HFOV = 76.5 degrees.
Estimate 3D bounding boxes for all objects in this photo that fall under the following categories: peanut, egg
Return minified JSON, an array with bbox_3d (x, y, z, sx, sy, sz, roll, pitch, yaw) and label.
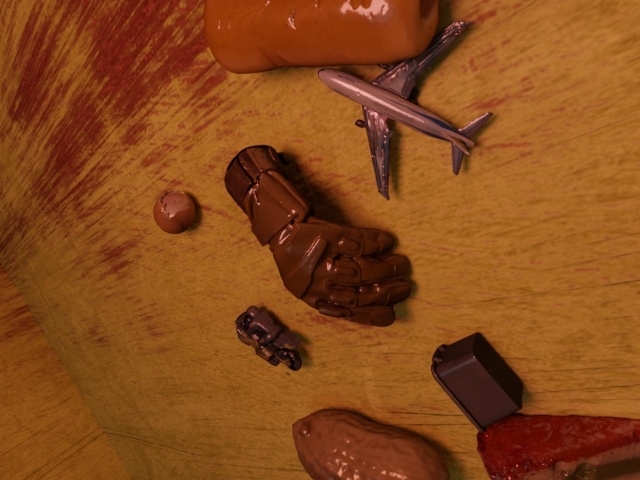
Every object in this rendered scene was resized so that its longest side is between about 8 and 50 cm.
[{"bbox_3d":[0.079,0.401,0.738,0.312,0.152,0.152,3,114,34],"label":"peanut"},{"bbox_3d":[-0.294,-0.052,0.818,0.080,0.080,0.096,36,142,16],"label":"egg"}]

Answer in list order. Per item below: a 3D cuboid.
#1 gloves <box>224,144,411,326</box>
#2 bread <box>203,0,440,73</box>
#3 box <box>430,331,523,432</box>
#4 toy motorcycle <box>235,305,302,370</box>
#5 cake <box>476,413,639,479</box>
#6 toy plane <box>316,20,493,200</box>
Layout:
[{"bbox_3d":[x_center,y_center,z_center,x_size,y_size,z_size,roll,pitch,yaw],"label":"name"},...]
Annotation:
[{"bbox_3d":[-0.011,0.005,0.603,0.331,0.141,0.154,47,129,7],"label":"gloves"},{"bbox_3d":[-0.015,-0.278,0.479,0.305,0.091,0.142,11,96,31],"label":"bread"},{"bbox_3d":[0.223,0.194,0.571,0.122,0.084,0.069,49,124,3],"label":"box"},{"bbox_3d":[-0.114,0.189,0.821,0.193,0.061,0.124,15,127,39],"label":"toy motorcycle"},{"bbox_3d":[0.333,0.283,0.563,0.220,0.117,0.086,-22,103,7],"label":"cake"},{"bbox_3d":[0.092,-0.163,0.499,0.226,0.058,0.226,36,126,21],"label":"toy plane"}]
